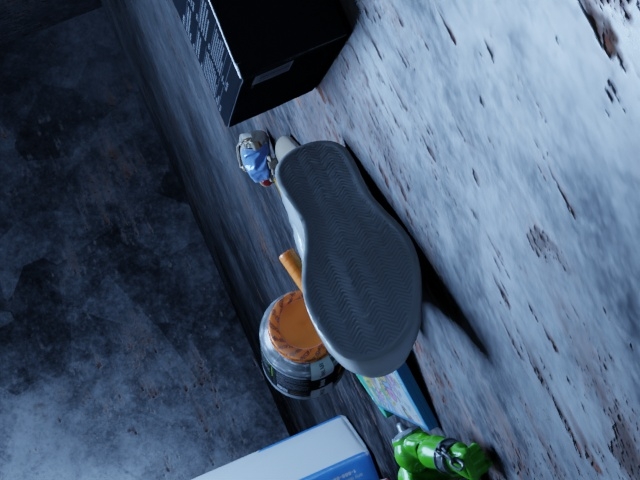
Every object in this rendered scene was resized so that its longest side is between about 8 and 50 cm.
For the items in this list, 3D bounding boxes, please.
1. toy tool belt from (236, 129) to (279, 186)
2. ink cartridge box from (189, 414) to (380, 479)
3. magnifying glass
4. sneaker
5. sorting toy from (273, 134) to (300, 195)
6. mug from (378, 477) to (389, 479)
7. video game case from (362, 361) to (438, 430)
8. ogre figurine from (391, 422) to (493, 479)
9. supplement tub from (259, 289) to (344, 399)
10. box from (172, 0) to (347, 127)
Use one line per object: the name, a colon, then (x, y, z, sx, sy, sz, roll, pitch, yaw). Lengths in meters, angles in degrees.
toy tool belt: (-0.078, -0.099, 1.812, 0.051, 0.052, 0.083, -109, 0, -62)
ink cartridge box: (-0.010, 0.519, 2.197, 0.166, 0.286, 0.394, -135, 23, -69)
magnifying glass: (0.022, 0.110, 1.669, 0.231, 0.026, 0.092, 58, 176, 8)
sneaker: (0.040, 0.053, 1.287, 0.292, 0.108, 0.169, -107, -1, -50)
sorting toy: (0.000, 0.000, 1.604, 0.193, 0.038, 0.208, -128, 18, -63)
mug: (0.040, 0.417, 2.000, 0.150, 0.169, 0.113, 176, 72, -81)
video game case: (0.067, 0.139, 1.514, 0.119, 0.015, 0.166, 62, 167, -10)
ogre figurine: (0.120, 0.250, 1.323, 0.118, 0.097, 0.197, 31, 163, 47)
supplement tub: (-0.021, 0.133, 1.823, 0.190, 0.117, 0.117, 93, 153, -72)
box: (-0.070, -0.219, 1.241, 0.184, 0.103, 0.261, 65, 172, 0)
